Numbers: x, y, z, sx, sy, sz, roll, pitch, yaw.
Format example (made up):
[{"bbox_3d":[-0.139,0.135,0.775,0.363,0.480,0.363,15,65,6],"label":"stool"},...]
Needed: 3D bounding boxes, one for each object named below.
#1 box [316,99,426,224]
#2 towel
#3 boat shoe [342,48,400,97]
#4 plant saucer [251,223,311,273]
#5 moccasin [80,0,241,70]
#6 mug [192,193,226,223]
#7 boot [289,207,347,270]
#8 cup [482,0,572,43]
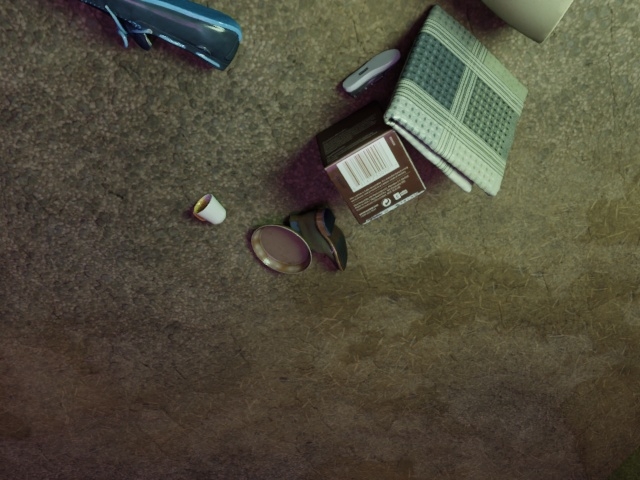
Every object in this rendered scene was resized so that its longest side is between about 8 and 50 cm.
[{"bbox_3d":[0.108,-0.179,1.117,0.169,0.203,0.167,-29,120,13],"label":"box"},{"bbox_3d":[0.299,-0.289,1.062,0.324,0.312,0.056,31,159,-23],"label":"towel"},{"bbox_3d":[0.116,-0.368,1.095,0.142,0.049,0.040,-30,139,14],"label":"boat shoe"},{"bbox_3d":[-0.098,0.018,1.292,0.169,0.029,0.168,13,134,14],"label":"plant saucer"},{"bbox_3d":[-0.329,-0.419,0.959,0.342,0.137,0.116,16,123,-15],"label":"moccasin"},{"bbox_3d":[-0.274,-0.075,1.238,0.064,0.078,0.062,43,77,-36],"label":"mug"},{"bbox_3d":[0.000,0.000,1.313,0.106,0.082,0.219,-1,135,24],"label":"boot"},{"bbox_3d":[0.364,-0.555,0.873,0.237,0.331,0.330,25,119,7],"label":"cup"}]
